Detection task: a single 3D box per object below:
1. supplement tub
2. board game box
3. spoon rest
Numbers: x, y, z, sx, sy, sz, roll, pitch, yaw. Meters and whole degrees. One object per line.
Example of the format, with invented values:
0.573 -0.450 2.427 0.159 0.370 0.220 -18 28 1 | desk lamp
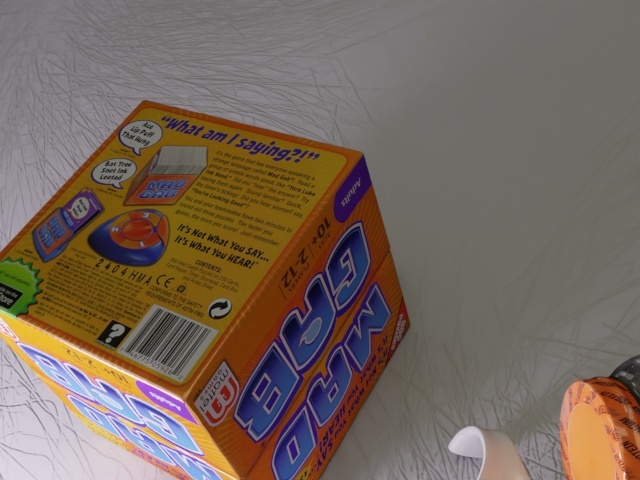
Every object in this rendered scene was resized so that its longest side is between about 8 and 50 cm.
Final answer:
0.437 0.209 0.828 0.337 0.207 0.207 -5 48 -5 | supplement tub
-0.142 0.091 1.058 0.356 0.356 0.356 18 58 30 | board game box
0.197 0.304 0.892 0.137 0.084 0.276 10 30 -8 | spoon rest
